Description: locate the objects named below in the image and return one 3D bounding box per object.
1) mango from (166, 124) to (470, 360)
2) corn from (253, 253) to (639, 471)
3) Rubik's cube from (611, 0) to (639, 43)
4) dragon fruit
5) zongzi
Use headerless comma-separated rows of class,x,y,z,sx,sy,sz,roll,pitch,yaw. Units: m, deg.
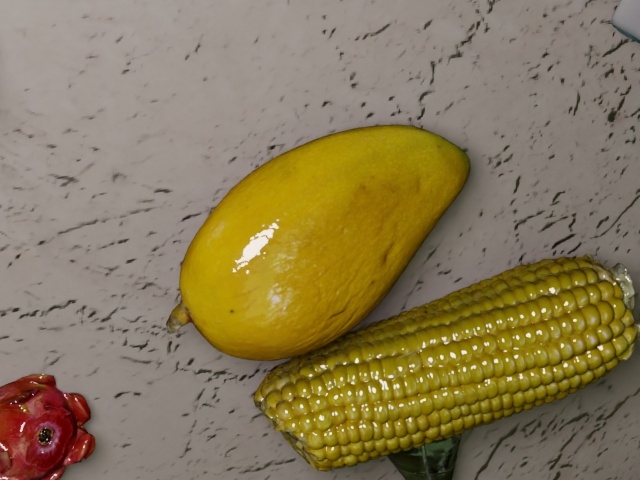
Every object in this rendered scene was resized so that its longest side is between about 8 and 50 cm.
mango,0.000,0.000,1.259,0.317,0.119,0.176,-36,116,-7
corn,0.130,0.123,1.366,0.387,0.144,0.144,-22,122,-8
Rubik's cube,0.536,-0.231,1.224,0.346,0.347,0.344,18,109,-30
dragon fruit,-0.270,0.182,1.271,0.126,0.068,0.112,-5,115,-21
zongzi,0.083,0.229,1.455,0.119,0.055,0.109,2,117,-11
